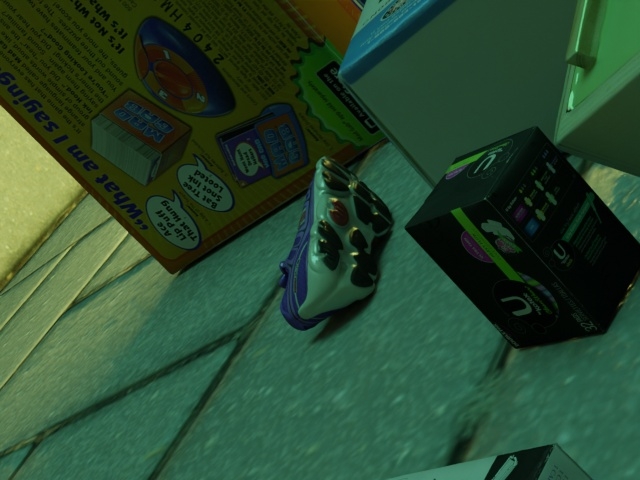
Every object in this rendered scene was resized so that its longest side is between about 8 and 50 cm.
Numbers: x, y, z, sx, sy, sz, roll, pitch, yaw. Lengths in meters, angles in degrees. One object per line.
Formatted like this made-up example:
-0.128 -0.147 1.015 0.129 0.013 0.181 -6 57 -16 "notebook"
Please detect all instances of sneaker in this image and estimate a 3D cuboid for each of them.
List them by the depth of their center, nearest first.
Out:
0.000 0.000 0.868 0.071 0.068 0.170 -43 14 28 "sneaker"

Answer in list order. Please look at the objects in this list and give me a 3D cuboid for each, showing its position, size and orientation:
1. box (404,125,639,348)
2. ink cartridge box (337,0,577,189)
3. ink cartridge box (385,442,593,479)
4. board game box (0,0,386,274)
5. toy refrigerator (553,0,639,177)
0.094 0.000 0.571 0.052 0.083 0.062 -53 16 -30 "box"
0.148 -0.180 0.845 0.223 0.129 0.307 -38 15 23 "ink cartridge box"
0.017 0.162 0.397 0.097 0.046 0.207 -27 22 52 "ink cartridge box"
-0.094 -0.257 1.257 0.356 0.356 0.356 -30 20 41 "board game box"
0.180 -0.165 0.551 0.102 0.094 0.269 131 154 -69 "toy refrigerator"
